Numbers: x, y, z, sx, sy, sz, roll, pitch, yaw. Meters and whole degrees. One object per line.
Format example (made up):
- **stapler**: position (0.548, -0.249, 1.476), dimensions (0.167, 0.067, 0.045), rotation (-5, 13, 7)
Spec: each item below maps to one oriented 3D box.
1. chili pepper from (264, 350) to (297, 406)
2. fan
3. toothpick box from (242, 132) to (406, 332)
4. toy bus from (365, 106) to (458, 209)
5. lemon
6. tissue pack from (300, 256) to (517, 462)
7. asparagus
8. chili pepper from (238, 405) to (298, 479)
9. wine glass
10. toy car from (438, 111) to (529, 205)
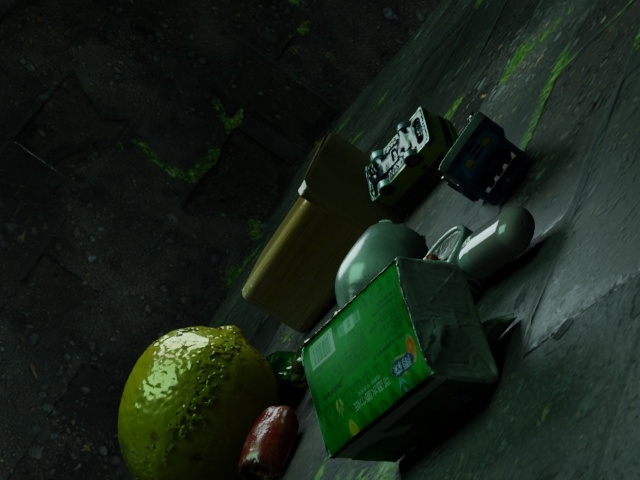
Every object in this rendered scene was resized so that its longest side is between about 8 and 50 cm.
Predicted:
- **chili pepper**: position (-0.064, 0.226, 2.448), dimensions (0.108, 0.062, 0.216), rotation (-56, 10, -9)
- **fan**: position (0.183, 0.023, 1.781), dimensions (0.130, 0.074, 0.244), rotation (-59, 10, -34)
- **toothpick box**: position (0.000, 0.000, 2.608), dimensions (0.308, 0.190, 0.187), rotation (-53, 9, 38)
- **toy bus**: position (0.160, -0.139, 2.481), dimensions (0.175, 0.101, 0.088), rotation (-48, 39, 38)
- **lemon**: position (-0.195, 0.283, 2.322), dimensions (0.258, 0.257, 0.310), rotation (-128, 58, -82)
- **tissue pack**: position (0.103, 0.136, 1.604), dimensions (0.209, 0.156, 0.148), rotation (-46, 48, 43)
- **asparagus**: position (0.018, 0.160, 2.192), dimensions (0.287, 0.080, 0.080), rotation (-47, 11, 50)
- **chili pepper**: position (-0.076, 0.304, 2.173), dimensions (0.123, 0.070, 0.073), rotation (-66, -3, -45)
- **wine glass**: position (0.068, 0.089, 2.003), dimensions (0.126, 0.126, 0.241), rotation (-45, 15, 51)
- **toy car**: position (0.228, -0.105, 2.012), dimensions (0.097, 0.100, 0.191), rotation (-55, -12, 0)
